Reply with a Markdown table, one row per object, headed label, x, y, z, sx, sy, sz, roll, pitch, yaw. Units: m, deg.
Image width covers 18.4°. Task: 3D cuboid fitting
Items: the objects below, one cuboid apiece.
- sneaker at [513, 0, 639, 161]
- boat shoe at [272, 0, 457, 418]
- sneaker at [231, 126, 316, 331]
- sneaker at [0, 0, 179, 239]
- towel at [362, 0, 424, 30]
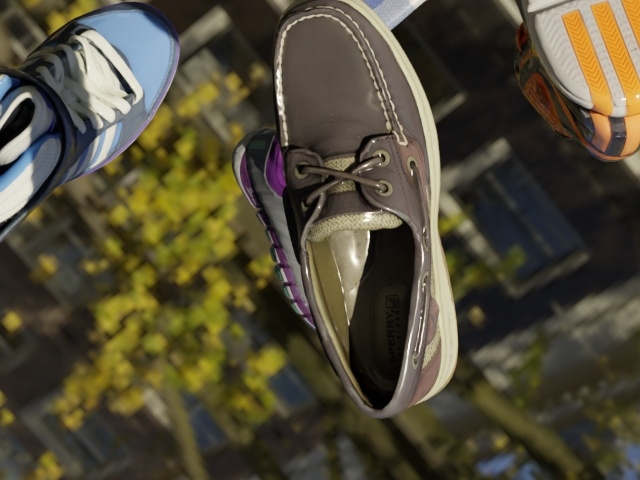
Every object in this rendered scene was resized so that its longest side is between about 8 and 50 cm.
| label | x | y | z | sx | sy | sz | roll | pitch | yaw |
| --- | --- | --- | --- | --- | --- | --- | --- | --- | --- |
| sneaker | 0.161 | -0.199 | 1.408 | 0.124 | 0.321 | 0.180 | -12 | 160 | -1 |
| boat shoe | 0.027 | -0.020 | 1.299 | 0.102 | 0.285 | 0.092 | -8 | -170 | 14 |
| sneaker | 0.000 | 0.000 | 1.764 | 0.083 | 0.224 | 0.098 | -36 | -169 | -22 |
| sneaker | -0.234 | -0.117 | 1.786 | 0.323 | 0.130 | 0.236 | -40 | -174 | -17 |
| towel | 0.088 | -0.338 | 1.806 | 0.285 | 0.209 | 0.034 | -41 | 167 | 4 |
